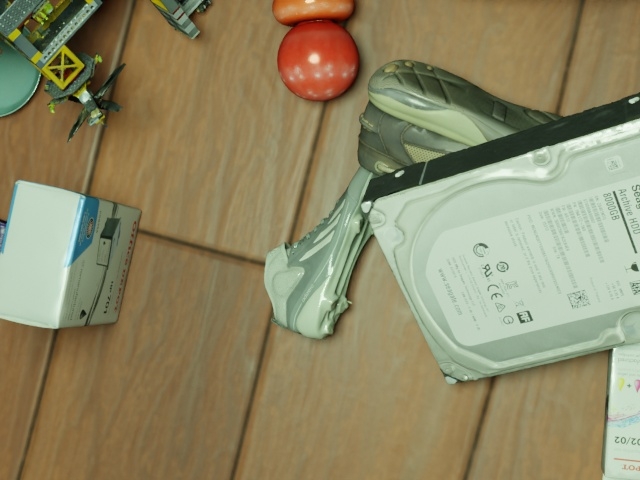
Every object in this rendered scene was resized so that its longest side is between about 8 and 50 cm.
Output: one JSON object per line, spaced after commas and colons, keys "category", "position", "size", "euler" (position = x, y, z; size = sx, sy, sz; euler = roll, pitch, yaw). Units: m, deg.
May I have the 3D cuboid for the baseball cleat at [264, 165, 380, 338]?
{"category": "baseball cleat", "position": [0.000, 0.000, 1.218], "size": [0.109, 0.072, 0.206], "euler": [18, 82, 26]}

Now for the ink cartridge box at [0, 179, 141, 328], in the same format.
{"category": "ink cartridge box", "position": [-0.269, 0.018, 1.206], "size": [0.082, 0.190, 0.140], "euler": [12, 90, 10]}

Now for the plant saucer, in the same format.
{"category": "plant saucer", "position": [-0.380, -0.203, 1.325], "size": [0.119, 0.021, 0.119], "euler": [-1, 87, 11]}

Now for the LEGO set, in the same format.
{"category": "LEGO set", "position": [-0.243, -0.278, 1.248], "size": [0.255, 0.192, 0.331], "euler": [25, 74, 40]}

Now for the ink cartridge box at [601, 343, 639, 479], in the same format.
{"category": "ink cartridge box", "position": [0.343, 0.190, 1.146], "size": [0.104, 0.061, 0.181], "euler": [4, 88, 11]}

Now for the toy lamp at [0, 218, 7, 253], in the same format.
{"category": "toy lamp", "position": [-0.414, 0.105, 1.288], "size": [0.080, 0.080, 0.275], "euler": [18, 91, 11]}

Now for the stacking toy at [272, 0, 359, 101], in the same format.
{"category": "stacking toy", "position": [-0.018, -0.315, 1.215], "size": [0.141, 0.141, 0.330], "euler": [-3, 92, 11]}

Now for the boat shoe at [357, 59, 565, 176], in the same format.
{"category": "boat shoe", "position": [0.202, -0.066, 1.170], "size": [0.355, 0.132, 0.130], "euler": [26, 118, 6]}

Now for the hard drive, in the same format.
{"category": "hard drive", "position": [0.238, 0.003, 1.086], "size": [0.339, 0.064, 0.237], "euler": [-16, 116, 22]}
